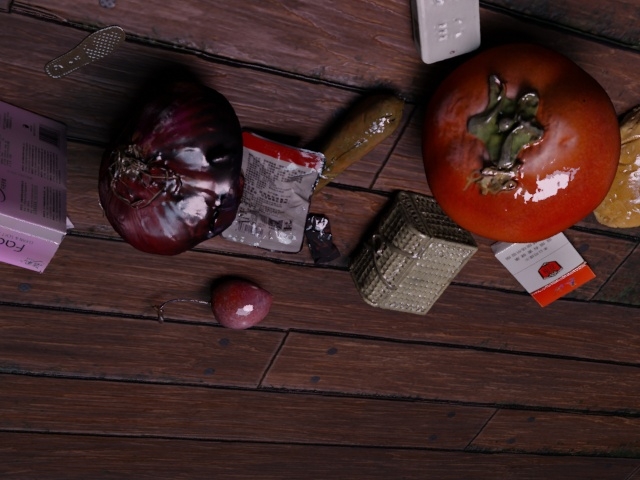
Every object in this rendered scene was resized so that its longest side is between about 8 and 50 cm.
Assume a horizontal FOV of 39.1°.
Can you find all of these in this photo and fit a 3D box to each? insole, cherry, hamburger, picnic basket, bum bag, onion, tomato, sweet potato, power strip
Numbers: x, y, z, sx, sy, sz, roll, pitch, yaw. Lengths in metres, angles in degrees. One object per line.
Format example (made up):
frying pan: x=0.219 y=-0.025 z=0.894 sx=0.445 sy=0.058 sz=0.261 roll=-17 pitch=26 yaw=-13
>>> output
insole: x=-0.344 y=-0.274 z=1.317 sx=0.135 sy=0.002 sz=0.045 roll=-26 pitch=136 yaw=10
cherry: x=-0.200 y=0.130 z=1.721 sx=0.226 sy=0.090 sz=0.107 roll=-8 pitch=153 yaw=5
hamburger: x=0.574 y=-0.127 z=1.663 sx=0.155 sy=0.135 sz=0.207 roll=-20 pitch=135 yaw=1
picnic basket: x=0.163 y=0.024 z=1.689 sx=0.154 sy=0.134 sz=0.196 roll=11 pitch=131 yaw=-31
bum bag: x=0.000 y=-0.001 z=1.681 sx=0.058 sy=0.034 sz=0.124 roll=-11 pitch=137 yaw=7
onion: x=-0.218 y=-0.116 z=1.372 sx=0.281 sy=0.221 sz=0.281 roll=-34 pitch=146 yaw=-26
tomato: x=0.325 y=-0.149 z=1.459 sx=0.322 sy=0.321 sz=0.321 roll=-9 pitch=136 yaw=-9
sweet potato: x=0.034 y=-0.149 z=1.517 sx=0.075 sy=0.075 sz=0.273 roll=25 pitch=125 yaw=-36
power strip: x=0.175 y=-0.402 z=1.309 sx=0.098 sy=0.058 sz=0.338 roll=-15 pitch=137 yaw=-1

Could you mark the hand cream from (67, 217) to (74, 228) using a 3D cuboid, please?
hand cream: x=-0.462 y=-0.049 z=1.481 sx=0.084 sy=0.053 sz=0.142 roll=-11 pitch=147 yaw=-7

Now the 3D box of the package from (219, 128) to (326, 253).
package: x=-0.085 y=-0.074 z=1.547 sx=0.154 sy=0.030 sz=0.239 roll=16 pitch=133 yaw=-2

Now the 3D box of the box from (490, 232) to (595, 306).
box: x=0.467 y=0.044 z=1.876 sx=0.139 sy=0.035 sz=0.245 roll=-33 pitch=134 yaw=16

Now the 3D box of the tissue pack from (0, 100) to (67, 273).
tissue pack: x=-0.451 y=-0.087 z=1.297 sx=0.149 sy=0.246 sz=0.092 roll=21 pitch=127 yaw=-32
